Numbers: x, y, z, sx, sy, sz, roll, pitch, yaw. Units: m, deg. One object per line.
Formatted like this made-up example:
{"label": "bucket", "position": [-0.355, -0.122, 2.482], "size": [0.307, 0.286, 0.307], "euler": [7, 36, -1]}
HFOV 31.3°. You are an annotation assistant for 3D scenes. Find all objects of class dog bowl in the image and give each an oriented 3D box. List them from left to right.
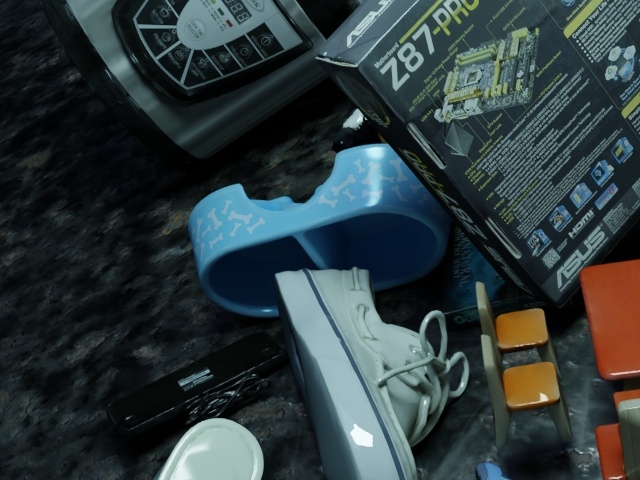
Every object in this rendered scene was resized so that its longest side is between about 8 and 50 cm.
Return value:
{"label": "dog bowl", "position": [0.000, 0.000, 1.199], "size": [0.297, 0.166, 0.074], "euler": [-15, 50, 19]}

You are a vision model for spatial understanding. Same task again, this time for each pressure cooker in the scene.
{"label": "pressure cooker", "position": [-0.120, -0.351, 1.507], "size": [0.420, 0.370, 0.376], "euler": [-32, 69, 9]}

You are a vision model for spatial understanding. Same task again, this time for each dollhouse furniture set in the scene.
{"label": "dollhouse furniture set", "position": [0.254, 0.090, 0.875], "size": [0.262, 0.135, 0.259], "euler": [-10, 32, 10]}

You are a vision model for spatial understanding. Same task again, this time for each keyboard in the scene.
{"label": "keyboard", "position": [-0.121, 0.160, 1.179], "size": [0.192, 0.038, 0.100], "euler": [-26, 26, -14]}

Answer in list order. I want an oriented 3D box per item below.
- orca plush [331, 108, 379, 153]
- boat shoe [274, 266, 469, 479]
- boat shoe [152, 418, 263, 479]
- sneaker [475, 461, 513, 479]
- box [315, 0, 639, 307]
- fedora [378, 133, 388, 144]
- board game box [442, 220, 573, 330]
{"label": "orca plush", "position": [0.135, -0.202, 1.398], "size": [0.287, 0.151, 0.102], "euler": [-44, 60, -14]}
{"label": "boat shoe", "position": [0.062, 0.120, 1.033], "size": [0.156, 0.136, 0.367], "euler": [-11, 22, -7]}
{"label": "boat shoe", "position": [-0.156, 0.302, 0.985], "size": [0.319, 0.116, 0.099], "euler": [-57, 0, -27]}
{"label": "sneaker", "position": [0.172, 0.219, 0.886], "size": [0.059, 0.053, 0.144], "euler": [-29, 38, -13]}
{"label": "box", "position": [0.236, -0.186, 1.022], "size": [0.395, 0.318, 0.097], "euler": [-48, 29, -6]}
{"label": "fedora", "position": [0.150, -0.161, 1.320], "size": [0.194, 0.194, 0.079], "euler": [5, 15, 38]}
{"label": "board game box", "position": [0.190, 0.009, 1.172], "size": [0.126, 0.026, 0.186], "euler": [-15, 36, 18]}
